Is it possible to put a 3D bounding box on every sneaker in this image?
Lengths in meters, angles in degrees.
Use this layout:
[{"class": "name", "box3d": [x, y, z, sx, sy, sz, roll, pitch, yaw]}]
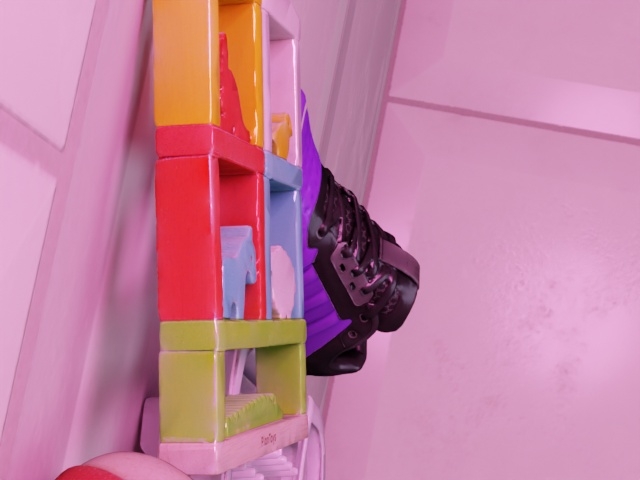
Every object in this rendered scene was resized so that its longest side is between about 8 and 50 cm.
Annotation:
[{"class": "sneaker", "box3d": [0.000, 0.000, 0.937, 0.293, 0.146, 0.102, 95, 8, -53]}]

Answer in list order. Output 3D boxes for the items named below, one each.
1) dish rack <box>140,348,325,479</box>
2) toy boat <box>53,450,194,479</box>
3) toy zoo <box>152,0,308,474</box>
[{"class": "dish rack", "box3d": [-0.059, 0.221, 0.878, 0.333, 0.072, 0.285, 67, 26, -70]}, {"class": "toy boat", "box3d": [-0.091, 0.215, 0.586, 0.151, 0.151, 0.231, -35, 144, -38]}, {"class": "toy zoo", "box3d": [-0.042, -0.036, 0.705, 0.192, 0.030, 0.293, 12, 76, -78]}]
